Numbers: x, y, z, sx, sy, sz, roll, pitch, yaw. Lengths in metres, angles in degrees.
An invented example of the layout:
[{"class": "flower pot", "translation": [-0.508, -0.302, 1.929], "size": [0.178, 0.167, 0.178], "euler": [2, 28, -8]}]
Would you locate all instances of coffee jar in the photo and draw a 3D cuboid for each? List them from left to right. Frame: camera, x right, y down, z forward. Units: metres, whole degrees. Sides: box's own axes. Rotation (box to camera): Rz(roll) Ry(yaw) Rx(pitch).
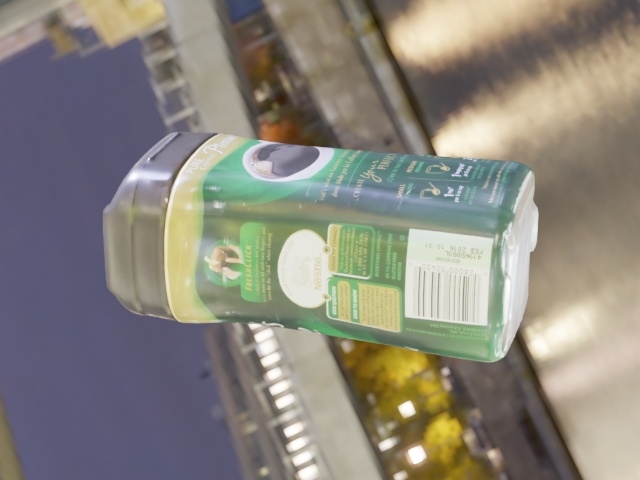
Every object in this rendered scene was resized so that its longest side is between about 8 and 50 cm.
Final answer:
[{"class": "coffee jar", "translation": [0.000, 0.000, 0.710], "size": [0.096, 0.184, 0.079], "euler": [-54, -32, -63]}]
